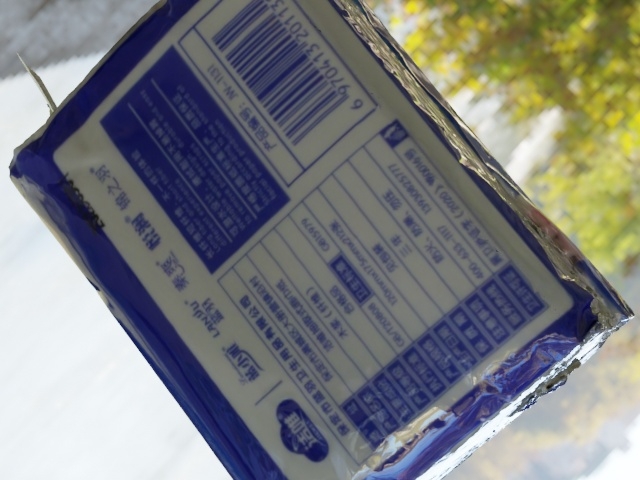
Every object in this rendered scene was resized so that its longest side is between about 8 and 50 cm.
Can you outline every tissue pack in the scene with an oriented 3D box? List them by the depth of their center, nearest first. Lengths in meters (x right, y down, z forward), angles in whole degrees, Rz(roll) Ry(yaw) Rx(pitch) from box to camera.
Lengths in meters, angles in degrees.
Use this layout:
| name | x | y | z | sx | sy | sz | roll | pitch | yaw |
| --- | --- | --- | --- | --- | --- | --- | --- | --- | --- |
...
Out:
| name | x | y | z | sx | sy | sz | roll | pitch | yaw |
| --- | --- | --- | --- | --- | --- | --- | --- | --- | --- |
| tissue pack | 0.000 | 0.000 | 0.881 | 0.209 | 0.270 | 0.137 | -45 | 165 | 23 |

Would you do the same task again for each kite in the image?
| name | x | y | z | sx | sy | sz | roll | pitch | yaw |
| --- | --- | --- | --- | --- | --- | --- | --- | --- | --- |
| kite | -0.208 | -0.076 | 1.448 | 0.015 | 0.141 | 0.245 | -28 | 175 | -9 |
